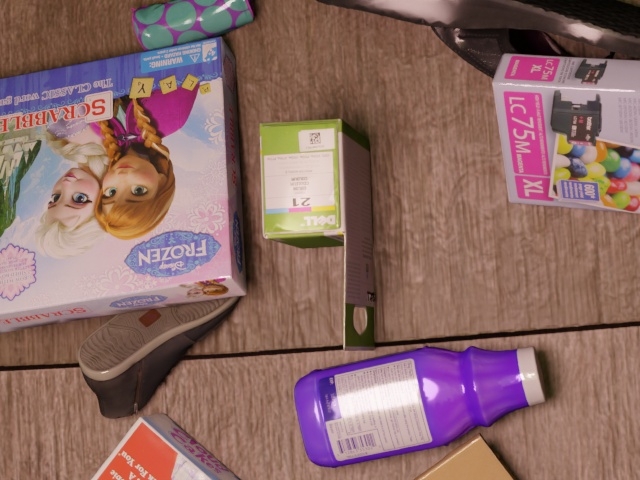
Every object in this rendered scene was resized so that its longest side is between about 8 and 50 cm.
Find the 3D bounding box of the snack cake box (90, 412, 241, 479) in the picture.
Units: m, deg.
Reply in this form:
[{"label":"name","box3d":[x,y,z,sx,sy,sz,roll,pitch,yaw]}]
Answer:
[{"label":"snack cake box","box3d":[-0.150,0.347,1.832,0.264,0.089,0.152,39,97,13]}]

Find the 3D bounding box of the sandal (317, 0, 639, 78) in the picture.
[{"label":"sandal","box3d":[0.202,-0.244,1.782,0.445,0.167,0.107,14,114,21]}]

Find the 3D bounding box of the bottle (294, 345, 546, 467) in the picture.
[{"label":"bottle","box3d":[0.115,0.182,1.781,0.282,0.092,0.118,-14,88,11]}]

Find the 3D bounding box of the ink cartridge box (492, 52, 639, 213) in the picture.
[{"label":"ink cartridge box","box3d":[0.352,-0.110,1.691,0.311,0.186,0.065,4,47,19]}]

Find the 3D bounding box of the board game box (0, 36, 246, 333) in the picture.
[{"label":"board game box","box3d":[-0.253,-0.067,1.855,0.318,0.066,0.318,-10,67,12]}]

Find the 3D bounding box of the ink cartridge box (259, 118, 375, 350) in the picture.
[{"label":"ink cartridge box","box3d":[0.000,0.000,1.772,0.097,0.189,0.255,-2,85,12]}]

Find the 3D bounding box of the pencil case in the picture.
[{"label":"pencil case","box3d":[-0.154,-0.277,1.893,0.151,0.064,0.070,-19,82,11]}]

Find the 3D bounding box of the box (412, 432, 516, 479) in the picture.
[{"label":"box","box3d":[0.151,0.342,1.774,0.201,0.021,0.164,-37,97,8]}]

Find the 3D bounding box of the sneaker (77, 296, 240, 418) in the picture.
[{"label":"sneaker","box3d":[-0.190,0.120,1.872,0.222,0.118,0.083,-31,57,-19]}]
